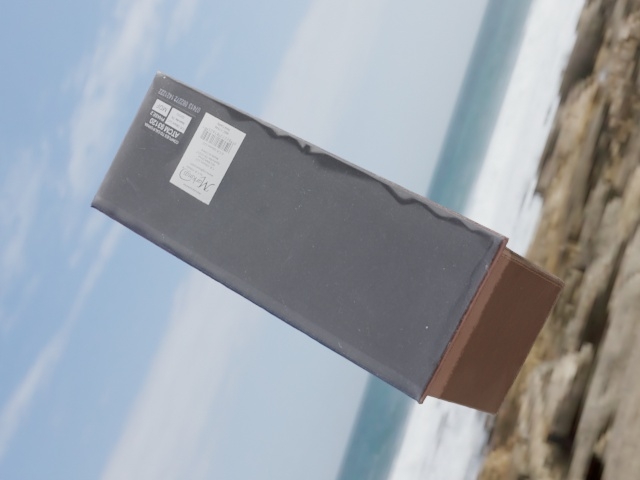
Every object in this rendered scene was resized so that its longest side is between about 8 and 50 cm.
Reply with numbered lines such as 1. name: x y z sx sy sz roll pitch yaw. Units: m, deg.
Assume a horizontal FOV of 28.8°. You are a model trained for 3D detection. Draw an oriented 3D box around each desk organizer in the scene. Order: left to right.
1. desk organizer: 0.000 0.000 0.361 0.050 0.130 0.047 24 -87 -56
